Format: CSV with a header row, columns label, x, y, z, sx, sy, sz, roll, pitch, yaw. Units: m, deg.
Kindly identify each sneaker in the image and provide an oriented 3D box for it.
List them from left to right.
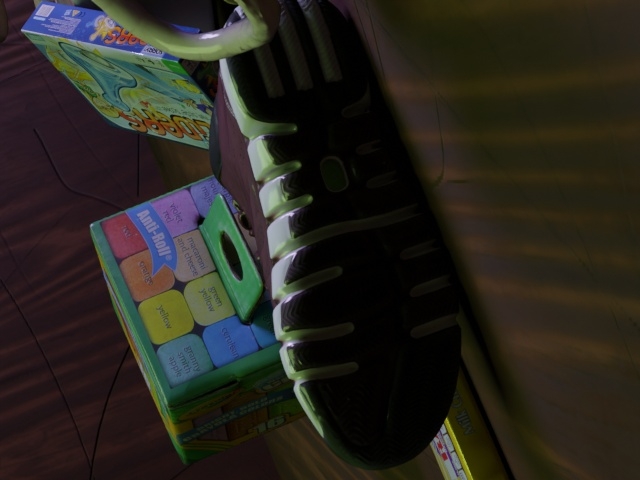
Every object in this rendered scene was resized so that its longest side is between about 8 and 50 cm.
label,x,y,z,sx,sy,sz,roll,pitch,yaw
sneaker,0.000,0.000,1.078,0.162,0.106,0.281,144,114,-74

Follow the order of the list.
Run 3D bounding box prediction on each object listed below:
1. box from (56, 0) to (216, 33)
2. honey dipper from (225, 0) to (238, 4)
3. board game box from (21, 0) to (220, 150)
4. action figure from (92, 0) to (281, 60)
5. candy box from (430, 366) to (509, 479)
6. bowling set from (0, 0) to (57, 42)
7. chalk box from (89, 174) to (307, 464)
label,x,y,z,sx,sy,sz,roll,pitch,yaw
box,-0.174,-0.242,1.575,0.311,0.121,0.148,87,160,-68
honey dipper,-0.075,-0.210,1.344,0.160,0.030,0.030,-118,9,-66
board game box,-0.137,-0.130,1.464,0.201,0.035,0.136,15,156,43
action figure,-0.209,-0.237,0.894,0.248,0.370,0.275,-20,66,62
candy box,0.064,0.072,1.148,0.105,0.027,0.205,97,151,-79
bowling set,-0.239,-0.306,1.856,0.287,0.200,0.154,-16,-92,-55
chalk box,-0.080,0.054,1.535,0.289,0.179,0.180,89,158,-70
